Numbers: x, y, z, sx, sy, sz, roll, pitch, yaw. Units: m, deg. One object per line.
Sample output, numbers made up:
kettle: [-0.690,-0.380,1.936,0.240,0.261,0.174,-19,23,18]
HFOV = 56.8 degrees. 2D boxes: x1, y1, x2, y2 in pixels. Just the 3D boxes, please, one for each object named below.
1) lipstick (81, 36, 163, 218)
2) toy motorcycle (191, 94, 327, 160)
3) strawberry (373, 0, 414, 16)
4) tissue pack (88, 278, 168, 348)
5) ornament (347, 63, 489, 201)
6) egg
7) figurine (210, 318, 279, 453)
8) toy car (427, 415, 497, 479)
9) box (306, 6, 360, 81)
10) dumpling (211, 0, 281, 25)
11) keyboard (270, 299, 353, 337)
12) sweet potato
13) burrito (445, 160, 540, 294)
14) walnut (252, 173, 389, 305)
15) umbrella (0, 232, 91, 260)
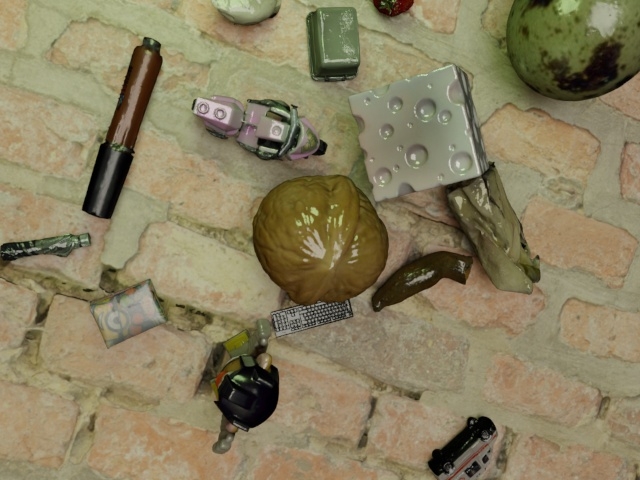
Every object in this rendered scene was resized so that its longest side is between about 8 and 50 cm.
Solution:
lipstick: [-0.441,-0.253,1.334,0.077,0.077,0.419,17,88,-12]
toy motorcycle: [-0.131,-0.258,1.339,0.327,0.188,0.143,18,96,-12]
strawberry: [0.179,-0.592,1.441,0.106,0.106,0.106,-1,93,-12]
tissue pack: [-0.441,0.166,1.362,0.148,0.060,0.109,-23,98,-9]
ornament: [0.231,-0.240,1.347,0.239,0.239,0.240,-13,96,21]
egg: [0.639,-0.535,1.407,0.345,0.345,0.428,37,82,-11]
figurine: [-0.167,0.318,1.316,0.143,0.308,0.309,2,92,-16]
toy car: [0.384,0.557,1.536,0.209,0.089,0.108,-41,100,-5]
box: [0.036,-0.474,1.411,0.124,0.093,0.172,-7,94,-11]
dumpling: [-0.169,-0.572,1.364,0.176,0.092,0.150,-8,97,-12]
keyboard: [-0.019,0.186,1.474,0.202,0.011,0.067,-13,94,-11]
sweet potato: [0.257,0.102,1.489,0.285,0.085,0.112,-25,102,-9]
burrito: [0.437,-0.021,1.492,0.135,0.190,0.332,-24,96,26]
walnut: [0.000,0.000,1.309,0.332,0.333,0.333,-1,93,-12]
umbrella: [-0.614,0.016,1.330,0.188,0.046,0.050,-9,105,-15]
